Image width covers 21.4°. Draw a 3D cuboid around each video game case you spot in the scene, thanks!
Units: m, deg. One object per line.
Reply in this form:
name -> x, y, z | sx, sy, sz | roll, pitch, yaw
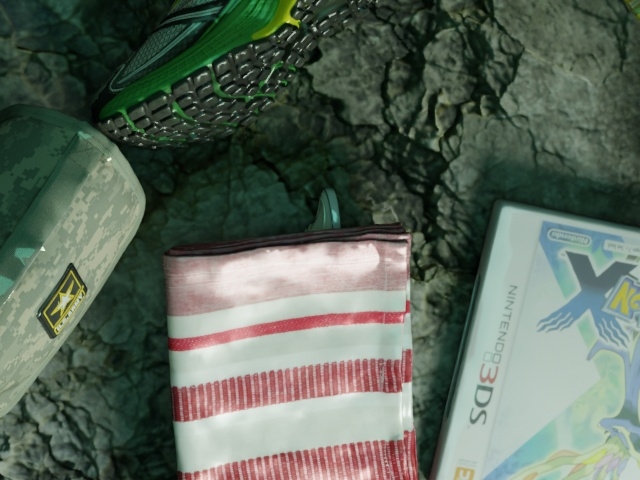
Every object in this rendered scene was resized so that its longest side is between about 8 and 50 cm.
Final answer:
video game case -> 0.296, 0.135, 1.662 | 0.329, 0.036, 0.300 | 11, 98, -9

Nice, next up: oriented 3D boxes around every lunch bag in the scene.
lunch bag -> -0.275, 0.020, 1.410 | 0.169, 0.287, 0.235 | 39, 74, -19

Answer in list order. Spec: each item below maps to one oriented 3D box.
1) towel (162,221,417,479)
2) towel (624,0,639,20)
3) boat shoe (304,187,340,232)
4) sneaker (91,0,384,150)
towel -> -0.023, 0.153, 1.591 | 0.237, 0.037, 0.329 | -7, 106, -17
towel -> 0.270, -0.328, 1.590 | 0.102, 0.021, 0.237 | -40, 101, -5
boat shoe -> 0.000, 0.000, 1.604 | 0.035, 0.035, 0.100 | -3, 107, -9
sneaker -> -0.073, -0.212, 1.529 | 0.343, 0.134, 0.146 | -39, 66, 7
